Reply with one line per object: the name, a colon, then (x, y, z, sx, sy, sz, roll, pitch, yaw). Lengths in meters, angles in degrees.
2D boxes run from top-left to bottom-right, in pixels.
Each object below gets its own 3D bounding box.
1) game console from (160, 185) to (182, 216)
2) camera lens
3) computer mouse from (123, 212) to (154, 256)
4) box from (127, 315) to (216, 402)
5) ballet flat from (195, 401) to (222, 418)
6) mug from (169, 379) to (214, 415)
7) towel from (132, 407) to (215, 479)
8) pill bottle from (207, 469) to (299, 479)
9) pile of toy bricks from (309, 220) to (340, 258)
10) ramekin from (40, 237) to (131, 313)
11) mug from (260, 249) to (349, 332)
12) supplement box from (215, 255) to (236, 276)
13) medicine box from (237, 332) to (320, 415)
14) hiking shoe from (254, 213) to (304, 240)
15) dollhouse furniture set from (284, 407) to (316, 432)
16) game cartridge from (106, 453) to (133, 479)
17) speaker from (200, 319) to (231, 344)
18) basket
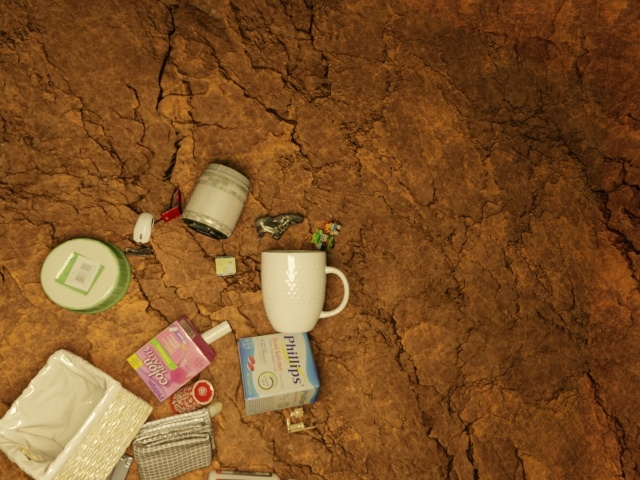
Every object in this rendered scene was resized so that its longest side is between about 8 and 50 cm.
game console: (-0.626, -0.150, 1.727, 0.124, 0.144, 0.085, -32, 89, -17)
camera lens: (-0.438, -0.156, 1.737, 0.219, 0.219, 0.275, 23, 76, -10)
computer mouse: (-0.752, -0.028, 1.727, 0.105, 0.042, 0.193, 8, 79, -12)
box: (-0.580, 0.460, 1.620, 0.243, 0.117, 0.214, -38, 92, -2)
ballet flat: (-0.477, 0.708, 1.667, 0.168, 0.052, 0.057, -18, 85, -17)
mug: (-0.488, 0.604, 1.615, 0.150, 0.169, 0.113, -24, 82, -53)
towel: (-0.544, 0.783, 1.550, 0.283, 0.121, 0.235, -6, 122, -17)
pill bottle: (-0.264, 1.012, 1.587, 0.362, 0.210, 0.211, 10, 78, -12)
pile of toy bricks: (0.000, 0.000, 1.895, 0.105, 0.118, 0.213, 18, 85, 24)
ramekin: (-0.914, 0.133, 1.602, 0.303, 0.148, 0.304, 2, 80, -14)
mug: (-0.064, 0.210, 1.728, 0.373, 0.276, 0.329, 0, 91, 4)
supplement box: (-0.411, 0.112, 1.783, 0.083, 0.056, 0.083, -4, 82, -15)
medicine box: (-0.175, 0.526, 1.664, 0.289, 0.149, 0.264, -6, 47, -15)
hiking shoe: (-0.184, -0.059, 1.869, 0.226, 0.086, 0.114, -7, 96, -10)
dollhouse furniture set: (-0.081, 0.718, 1.734, 0.123, 0.144, 0.151, -2, 67, -19)
game cartridge: (-0.881, 0.874, 1.536, 0.294, 0.060, 0.196, 21, 73, -10)
speaker: (-0.443, 0.391, 1.728, 0.136, 0.055, 0.055, -30, 89, -17)
basket: (-0.826, 0.607, 1.403, 0.328, 0.267, 0.331, 15, 59, 27)
